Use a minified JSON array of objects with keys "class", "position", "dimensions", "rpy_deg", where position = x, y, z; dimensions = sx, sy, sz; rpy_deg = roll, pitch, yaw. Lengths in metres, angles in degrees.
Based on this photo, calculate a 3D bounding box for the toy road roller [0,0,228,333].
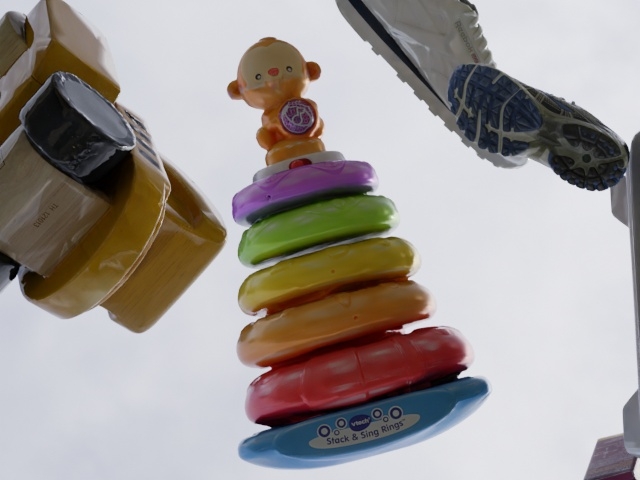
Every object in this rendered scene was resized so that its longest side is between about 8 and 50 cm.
[{"class":"toy road roller","position":[-0.230,-0.054,1.354],"dimensions":[0.202,0.240,0.329],"rpy_deg":[-46,-147,13]}]

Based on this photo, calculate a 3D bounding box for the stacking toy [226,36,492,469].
[{"class":"stacking toy","position":[0.000,0.000,0.997],"dimensions":[0.175,0.166,0.302],"rpy_deg":[-14,-97,1]}]

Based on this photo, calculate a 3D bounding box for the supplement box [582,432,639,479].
[{"class":"supplement box","position":[0.236,0.189,1.111],"dimensions":[0.043,0.055,0.083],"rpy_deg":[-18,-171,24]}]

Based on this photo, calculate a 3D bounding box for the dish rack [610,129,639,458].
[{"class":"dish rack","position":[0.294,0.075,1.040],"dimensions":[0.072,0.333,0.286],"rpy_deg":[-13,-114,32]}]

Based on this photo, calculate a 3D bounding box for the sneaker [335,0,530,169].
[{"class":"sneaker","position":[0.120,-0.164,1.298],"dimensions":[0.095,0.090,0.235],"rpy_deg":[-43,-81,8]}]

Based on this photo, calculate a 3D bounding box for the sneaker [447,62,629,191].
[{"class":"sneaker","position":[0.146,-0.076,0.956],"dimensions":[0.135,0.052,0.058],"rpy_deg":[34,-155,18]}]
